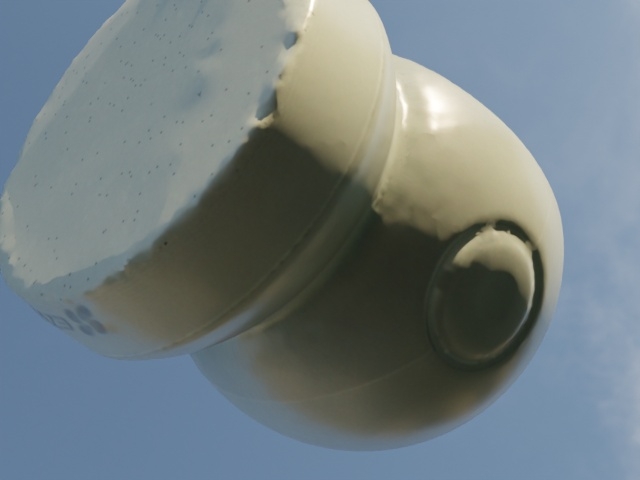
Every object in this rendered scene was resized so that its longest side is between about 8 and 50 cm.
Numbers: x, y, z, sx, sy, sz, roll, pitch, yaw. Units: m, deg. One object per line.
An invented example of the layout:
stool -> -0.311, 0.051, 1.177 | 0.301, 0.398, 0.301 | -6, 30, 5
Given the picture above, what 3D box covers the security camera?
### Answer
security camera -> 0.000, 0.000, 0.512 | 0.236, 0.194, 0.194 | 37, -94, -34
